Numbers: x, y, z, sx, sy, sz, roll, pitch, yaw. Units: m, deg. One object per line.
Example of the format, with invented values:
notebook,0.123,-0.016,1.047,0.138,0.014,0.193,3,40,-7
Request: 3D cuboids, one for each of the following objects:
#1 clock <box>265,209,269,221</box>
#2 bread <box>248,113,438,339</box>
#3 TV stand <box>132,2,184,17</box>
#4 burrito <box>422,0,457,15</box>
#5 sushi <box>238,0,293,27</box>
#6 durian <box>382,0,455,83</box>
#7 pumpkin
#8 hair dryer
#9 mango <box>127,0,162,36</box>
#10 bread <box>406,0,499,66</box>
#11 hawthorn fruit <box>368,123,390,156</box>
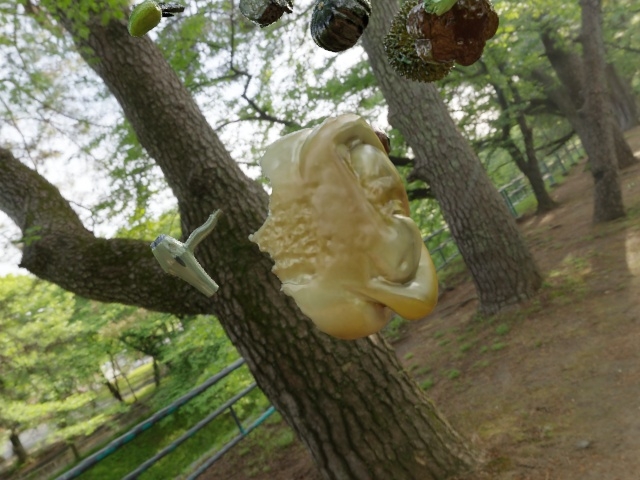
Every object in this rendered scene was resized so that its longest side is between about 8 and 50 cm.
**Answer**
clock,0.000,0.000,1.594,0.076,0.386,0.386,-32,-4,36
bread,0.046,-0.030,0.971,0.329,0.423,0.245,-7,-15,-43
TV stand,-0.567,-0.811,1.790,0.249,0.036,0.042,-48,-19,-55
burrito,0.319,-0.609,1.171,0.104,0.054,0.288,27,67,42
sushi,-0.128,-0.693,1.393,0.115,0.147,0.212,2,-67,-56
durian,0.335,-0.652,1.682,0.224,0.291,0.291,-47,7,-22
pumpkin,0.063,-0.714,1.625,0.162,0.220,0.220,17,-25,-29
hair dryer,-0.452,0.069,1.939,0.298,0.295,0.119,-27,12,-17
mango,-0.468,-0.586,1.345,0.108,0.056,0.073,-51,-7,6
bread,0.345,-0.566,1.324,0.247,0.232,0.135,-31,24,-16
hawthorn fruit,0.133,-0.340,1.890,0.250,0.215,0.215,6,-4,-5
